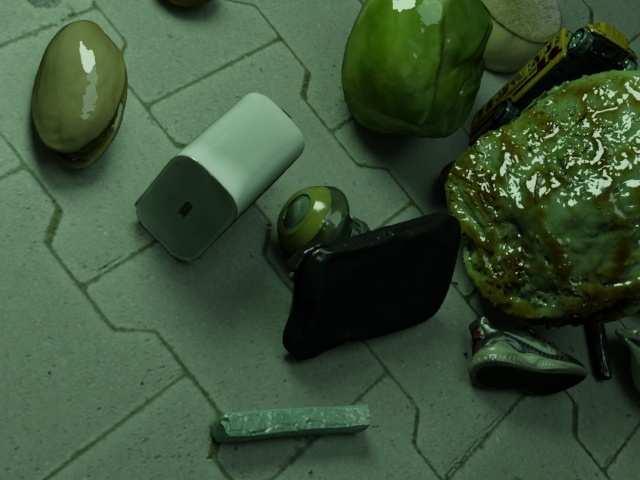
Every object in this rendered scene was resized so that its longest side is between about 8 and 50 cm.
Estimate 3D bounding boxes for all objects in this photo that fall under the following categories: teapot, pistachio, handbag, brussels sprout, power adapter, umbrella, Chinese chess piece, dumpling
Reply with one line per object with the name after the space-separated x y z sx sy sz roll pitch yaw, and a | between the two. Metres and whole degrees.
0.000 0.000 1.682 0.119 0.130 0.165 34 58 -31 | teapot
-0.342 -0.211 1.580 0.136 0.136 0.226 14 63 -28 | pistachio
0.074 0.064 1.657 0.332 0.191 0.075 -12 35 -38 | handbag
0.162 -0.311 1.864 0.247 0.328 0.328 28 47 11 | brussels sprout
-0.126 -0.107 1.612 0.124 0.187 0.255 46 47 -3 | power adapter
0.493 0.184 1.963 0.036 0.031 0.133 14 56 -25 | umbrella
0.353 -0.465 2.213 0.270 0.112 0.270 18 54 -26 | Chinese chess piece
0.612 0.230 1.968 0.229 0.124 0.151 47 9 9 | dumpling

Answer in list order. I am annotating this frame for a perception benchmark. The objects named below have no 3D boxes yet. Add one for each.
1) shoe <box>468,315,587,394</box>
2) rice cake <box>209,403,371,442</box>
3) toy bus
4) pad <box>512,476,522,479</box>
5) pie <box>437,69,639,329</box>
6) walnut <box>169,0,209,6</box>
0.333 0.184 1.815 0.227 0.099 0.112 9 51 -29 | shoe
-0.039 0.253 1.545 0.245 0.045 0.042 2 65 -34 | rice cake
0.409 -0.266 1.979 0.121 0.335 0.123 27 46 -18 | toy bus
0.269 0.486 1.571 0.159 0.009 0.265 40 67 -12 | pad
0.418 -0.063 1.805 0.180 0.418 0.395 12 52 -62 | pie
-0.214 -0.432 1.814 0.124 0.105 0.105 -29 81 -37 | walnut
